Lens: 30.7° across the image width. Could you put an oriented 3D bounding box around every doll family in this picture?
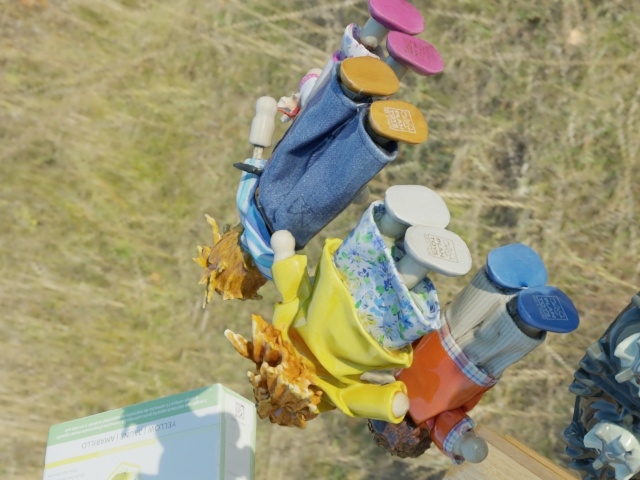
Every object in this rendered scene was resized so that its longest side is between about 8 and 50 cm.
[{"bbox_3d":[0.000,0.000,0.596,0.163,0.118,0.263,-51,48,40],"label":"doll family"}]

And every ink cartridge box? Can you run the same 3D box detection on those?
[{"bbox_3d":[-0.129,0.237,0.845,0.171,0.056,0.235,-17,56,27],"label":"ink cartridge box"}]

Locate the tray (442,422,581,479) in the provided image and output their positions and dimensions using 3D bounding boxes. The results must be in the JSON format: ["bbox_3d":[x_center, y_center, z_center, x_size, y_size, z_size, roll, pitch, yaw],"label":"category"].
[{"bbox_3d":[0.271,0.262,0.764,0.076,0.202,0.411,-59,33,-3],"label":"tray"}]

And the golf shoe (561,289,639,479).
[{"bbox_3d":[0.185,0.007,0.367,0.105,0.120,0.273,45,131,14],"label":"golf shoe"}]
